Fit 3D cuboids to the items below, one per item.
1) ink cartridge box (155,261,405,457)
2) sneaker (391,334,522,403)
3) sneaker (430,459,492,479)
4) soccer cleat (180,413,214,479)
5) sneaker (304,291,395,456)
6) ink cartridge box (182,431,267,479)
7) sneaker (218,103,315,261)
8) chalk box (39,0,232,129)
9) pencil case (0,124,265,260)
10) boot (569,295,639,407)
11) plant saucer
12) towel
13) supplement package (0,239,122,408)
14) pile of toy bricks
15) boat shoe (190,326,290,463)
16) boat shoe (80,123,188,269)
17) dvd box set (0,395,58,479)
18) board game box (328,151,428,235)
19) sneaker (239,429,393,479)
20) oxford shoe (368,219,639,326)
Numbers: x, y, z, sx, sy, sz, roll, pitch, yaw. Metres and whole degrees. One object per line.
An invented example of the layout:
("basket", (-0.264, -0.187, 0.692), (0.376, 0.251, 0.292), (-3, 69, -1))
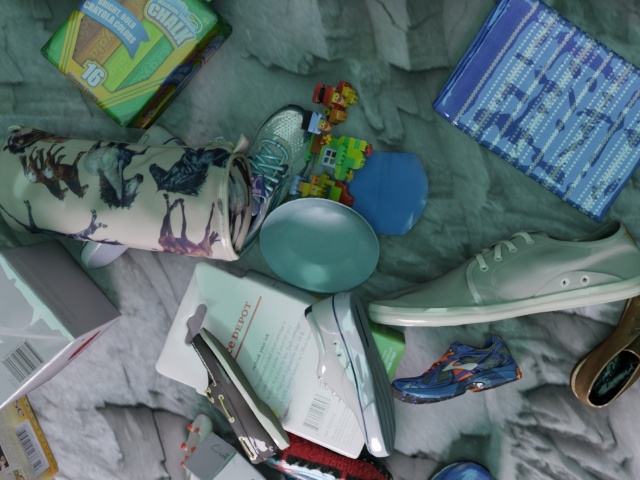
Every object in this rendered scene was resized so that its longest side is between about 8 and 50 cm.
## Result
("ink cartridge box", (-0.063, 0.180, 1.901), (0.353, 0.119, 0.207), (23, 96, 1))
("sneaker", (0.211, 0.209, 1.898), (0.221, 0.083, 0.087), (-11, 77, -20))
("sneaker", (0.191, 0.507, 1.877), (0.129, 0.147, 0.330), (28, 80, -5))
("soccer cleat", (-0.190, 0.386, 1.958), (0.076, 0.068, 0.196), (6, 88, -26))
("sneaker", (0.046, 0.207, 1.803), (0.091, 0.094, 0.258), (-16, 89, 22))
("ink cartridge box", (-0.124, 0.400, 1.886), (0.072, 0.127, 0.175), (-47, 111, -14))
("sneaker", (-0.095, -0.085, 1.882), (0.110, 0.122, 0.283), (29, 95, 1))
("chalk box", (-0.260, -0.337, 1.847), (0.180, 0.179, 0.289), (41, 96, 0))
("pencil case", (-0.297, -0.082, 1.788), (0.410, 0.160, 0.184), (7, 79, 15))
("boot", (0.518, 0.146, 1.866), (0.112, 0.115, 0.305), (38, 94, 3))
("plant saucer", (0.000, 0.000, 1.896), (0.194, 0.037, 0.195), (5, 128, 7))
("towel", (0.377, -0.219, 1.885), (0.336, 0.040, 0.243), (34, 96, 1))
("supplement package", (-0.456, 0.125, 1.835), (0.177, 0.293, 0.175), (-42, 90, 6))
("pile of toy bricks", (0.032, -0.144, 1.865), (0.105, 0.118, 0.212), (17, 94, 21))
("boat shoe", (-0.136, 0.240, 1.810), (0.068, 0.081, 0.228), (-34, 96, 4))
("boat shoe", (-0.315, -0.071, 1.924), (0.084, 0.095, 0.258), (40, 93, 20))
("dvd box set", (-0.550, 0.282, 1.790), (0.062, 0.420, 0.308), (-24, 93, 8))
("board game box", (0.097, -0.074, 1.911), (0.168, 0.033, 0.133), (3, 83, 23))
("sneaker", (-0.020, 0.390, 1.917), (0.261, 0.104, 0.125), (23, 116, 7))
("oxford shoe", (0.290, 0.053, 1.849), (0.449, 0.169, 0.130), (-11, 96, -3))
